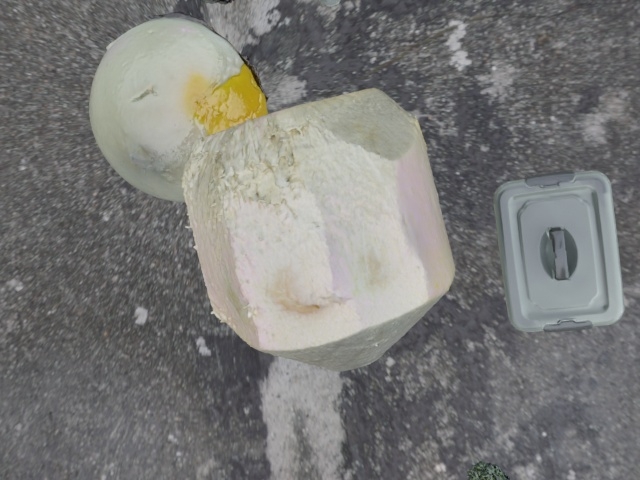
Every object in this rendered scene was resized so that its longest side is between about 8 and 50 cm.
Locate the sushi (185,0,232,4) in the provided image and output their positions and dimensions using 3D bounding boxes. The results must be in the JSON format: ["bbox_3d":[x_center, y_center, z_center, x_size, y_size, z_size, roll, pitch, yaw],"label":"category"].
[{"bbox_3d":[-0.096,-0.218,0.583,0.094,0.098,0.084,8,110,2],"label":"sushi"}]

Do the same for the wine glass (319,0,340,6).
[{"bbox_3d":[0.050,-0.498,1.460,0.066,0.198,0.066,5,77,-22],"label":"wine glass"}]

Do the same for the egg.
[{"bbox_3d":[-0.249,-0.182,1.310,0.337,0.201,0.337,10,126,14],"label":"egg"}]

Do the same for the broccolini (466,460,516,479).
[{"bbox_3d":[0.289,0.376,0.972,0.079,0.392,0.074,-46,113,-8],"label":"broccolini"}]

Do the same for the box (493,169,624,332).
[{"bbox_3d":[0.344,0.012,1.168,0.162,0.130,0.227,-7,97,15],"label":"box"}]

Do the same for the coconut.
[{"bbox_3d":[0.000,0.000,0.934,0.297,0.297,0.310,-16,96,-4],"label":"coconut"}]
